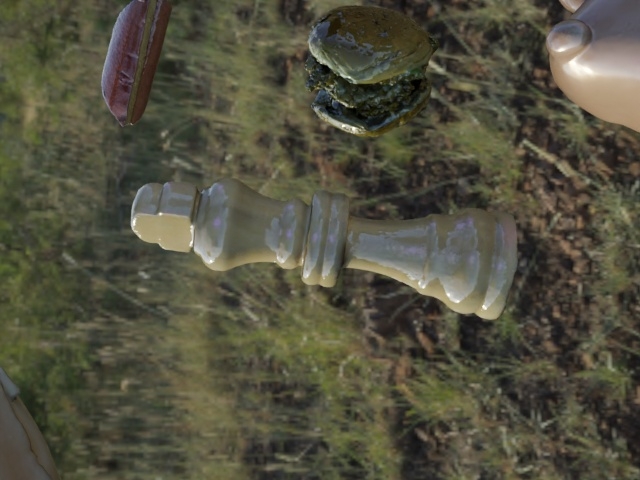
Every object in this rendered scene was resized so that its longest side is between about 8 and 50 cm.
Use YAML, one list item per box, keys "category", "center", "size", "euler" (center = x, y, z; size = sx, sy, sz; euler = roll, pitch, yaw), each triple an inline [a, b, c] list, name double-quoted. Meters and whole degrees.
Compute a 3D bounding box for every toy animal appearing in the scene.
- category: "toy animal"
  center: [0.265, -0.181, 0.685]
  size: [0.171, 0.171, 0.198]
  euler: [-19, 41, 62]

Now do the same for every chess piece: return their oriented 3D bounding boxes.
- category: "chess piece"
  center: [0.000, 0.000, 0.957]
  size: [0.117, 0.396, 0.117]
  euler: [-172, 90, -86]

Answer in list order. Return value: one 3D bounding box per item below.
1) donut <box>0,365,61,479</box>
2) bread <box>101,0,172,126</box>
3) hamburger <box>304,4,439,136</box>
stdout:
- category: "donut"
  center: [-0.331, 0.209, 0.576]
  size: [0.142, 0.382, 0.383]
  euler: [-22, 63, 29]
- category: "bread"
  center: [-0.275, -0.272, 1.335]
  size: [0.119, 0.067, 0.193]
  euler: [46, 122, 58]
- category: "hamburger"
  center: [0.068, -0.212, 1.083]
  size: [0.159, 0.184, 0.131]
  euler: [30, 138, 41]
